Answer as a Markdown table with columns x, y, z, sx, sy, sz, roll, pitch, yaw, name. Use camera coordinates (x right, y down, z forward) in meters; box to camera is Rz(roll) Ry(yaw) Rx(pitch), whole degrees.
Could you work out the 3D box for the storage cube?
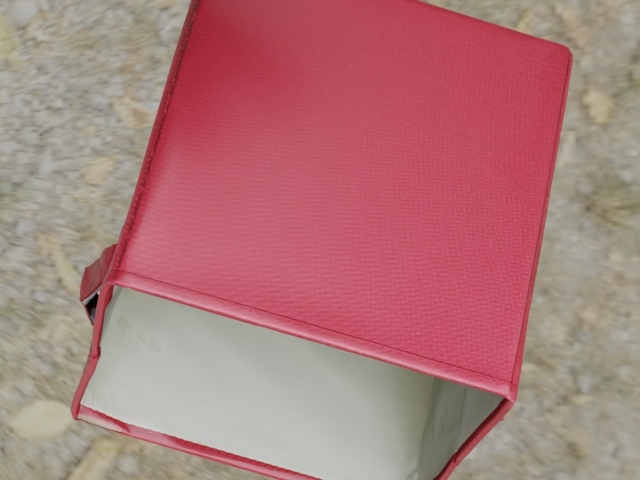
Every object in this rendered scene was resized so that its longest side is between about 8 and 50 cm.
| x | y | z | sx | sy | sz | roll | pitch | yaw | name |
| --- | --- | --- | --- | --- | --- | --- | --- | --- | --- |
| 0.000 | 0.000 | 0.893 | 0.215 | 0.183 | 0.193 | 16 | 62 | -5 | storage cube |
